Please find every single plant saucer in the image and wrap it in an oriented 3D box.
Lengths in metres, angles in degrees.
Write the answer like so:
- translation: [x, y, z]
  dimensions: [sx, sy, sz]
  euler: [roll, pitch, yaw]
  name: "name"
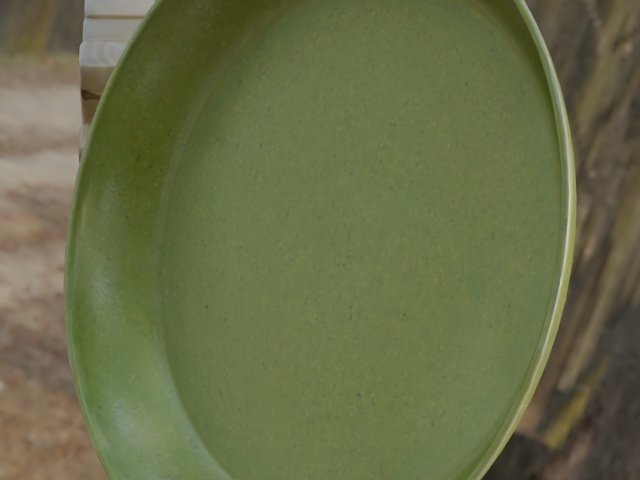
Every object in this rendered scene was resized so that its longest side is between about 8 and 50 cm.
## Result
- translation: [0.000, 0.000, 0.688]
  dimensions: [0.037, 0.241, 0.241]
  euler: [11, 11, -44]
  name: "plant saucer"

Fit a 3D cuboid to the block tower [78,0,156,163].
- translation: [-0.056, -0.139, 0.918]
  dimensions: [0.097, 0.091, 0.335]
  euler: [0, 43, -4]
  name: "block tower"
